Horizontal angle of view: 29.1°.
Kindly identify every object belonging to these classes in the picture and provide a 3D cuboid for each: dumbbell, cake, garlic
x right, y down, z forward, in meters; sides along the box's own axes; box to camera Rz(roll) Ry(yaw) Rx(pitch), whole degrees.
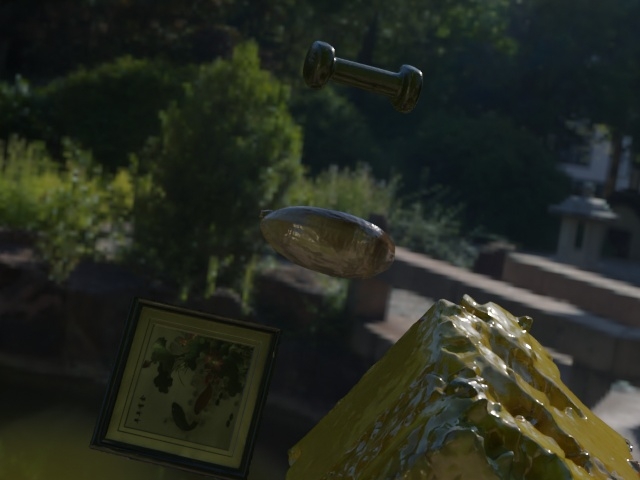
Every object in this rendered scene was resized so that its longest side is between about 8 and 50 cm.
[{"bbox_3d":[0.042,-0.161,1.213,0.118,0.046,0.052,13,21,-19],"label":"dumbbell"},{"bbox_3d":[0.115,0.197,0.980,0.222,0.227,0.286,40,17,-12],"label":"cake"},{"bbox_3d":[0.007,0.002,1.659,0.195,0.087,0.101,13,0,1],"label":"garlic"}]

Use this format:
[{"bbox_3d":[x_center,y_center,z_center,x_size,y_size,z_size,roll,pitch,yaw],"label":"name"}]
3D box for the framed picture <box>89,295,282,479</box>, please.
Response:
[{"bbox_3d":[-0.161,0.178,1.488,0.199,0.195,0.010,12,-16,7],"label":"framed picture"}]
